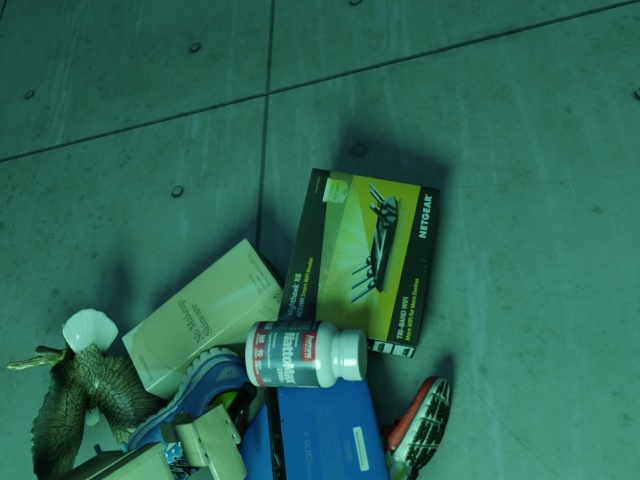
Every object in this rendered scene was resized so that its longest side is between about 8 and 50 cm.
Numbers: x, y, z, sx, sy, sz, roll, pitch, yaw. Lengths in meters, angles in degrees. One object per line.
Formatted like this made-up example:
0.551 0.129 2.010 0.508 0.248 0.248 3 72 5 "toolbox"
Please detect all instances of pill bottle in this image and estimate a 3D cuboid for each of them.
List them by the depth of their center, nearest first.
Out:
-0.020 0.183 1.096 0.180 0.108 0.107 -3 63 14 "pill bottle"

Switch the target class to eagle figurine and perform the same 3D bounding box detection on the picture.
-0.434 0.306 1.291 0.226 0.225 0.298 -37 46 -4 "eagle figurine"

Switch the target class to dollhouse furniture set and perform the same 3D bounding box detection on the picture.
-0.301 0.424 1.072 0.303 0.286 0.198 -21 93 44 "dollhouse furniture set"

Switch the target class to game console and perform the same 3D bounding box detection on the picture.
-0.019 0.389 1.084 0.250 0.173 0.293 -10 45 -1 "game console"

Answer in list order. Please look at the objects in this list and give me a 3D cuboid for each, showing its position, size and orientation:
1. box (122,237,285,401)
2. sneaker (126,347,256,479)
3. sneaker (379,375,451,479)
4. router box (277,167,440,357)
-0.207 0.159 1.305 0.311 0.121 0.148 -40 55 0 "box"
-0.231 0.351 1.185 0.330 0.130 0.147 -56 40 -3 "sneaker"
0.107 0.327 1.091 0.118 0.107 0.279 27 77 38 "sneaker"
0.073 0.035 1.225 0.243 0.081 0.308 9 67 5 "router box"
